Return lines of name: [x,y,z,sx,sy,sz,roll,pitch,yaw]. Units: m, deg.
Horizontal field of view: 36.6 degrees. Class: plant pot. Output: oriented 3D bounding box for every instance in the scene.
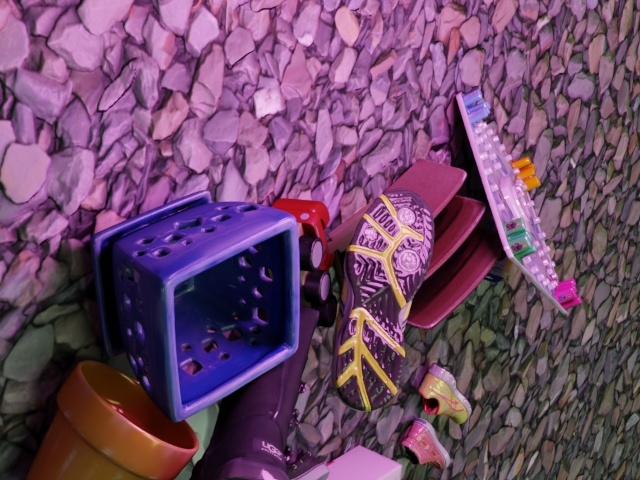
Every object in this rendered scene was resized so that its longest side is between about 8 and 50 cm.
plant pot: [-0.305,0.301,1.341,0.188,0.205,0.205,-54,143,1]
plant pot: [-0.182,0.070,1.348,0.236,0.212,0.236,-27,129,-37]

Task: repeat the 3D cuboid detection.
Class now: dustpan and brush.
dustpan and brush: [-0.200,0.369,1.599,0.147,0.060,0.211,-40,133,-36]

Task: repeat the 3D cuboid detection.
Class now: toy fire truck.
toy fire truck: [0.000,0.000,1.656,0.217,0.158,0.246,75,27,-44]

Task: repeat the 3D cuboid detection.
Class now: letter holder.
letter holder: [0.201,0.005,1.834,0.302,0.214,0.152,-43,135,-33]

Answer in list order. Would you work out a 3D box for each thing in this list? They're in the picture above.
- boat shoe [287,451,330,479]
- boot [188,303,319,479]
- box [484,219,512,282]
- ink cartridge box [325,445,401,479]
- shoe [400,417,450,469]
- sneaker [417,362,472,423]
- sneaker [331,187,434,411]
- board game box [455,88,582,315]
boat shoe: [-0.072,0.445,1.790,0.228,0.076,0.080,-15,143,-51]
boot: [-0.144,0.324,1.466,0.146,0.445,0.367,34,115,-16]
box: [0.404,0.027,2.219,0.028,0.081,0.136,30,80,-53]
ink cartridge box: [0.054,0.596,1.978,0.207,0.117,0.283,-18,118,-48]
shoe: [0.237,0.490,2.223,0.081,0.063,0.178,-49,133,-25]
sneaker: [0.274,0.368,2.211,0.094,0.081,0.208,-49,132,-17]
sneaker: [0.085,0.094,1.628,0.147,0.145,0.385,137,-29,-74]
board game box: [0.421,-0.078,2.022,0.390,0.050,0.390,37,35,-53]
